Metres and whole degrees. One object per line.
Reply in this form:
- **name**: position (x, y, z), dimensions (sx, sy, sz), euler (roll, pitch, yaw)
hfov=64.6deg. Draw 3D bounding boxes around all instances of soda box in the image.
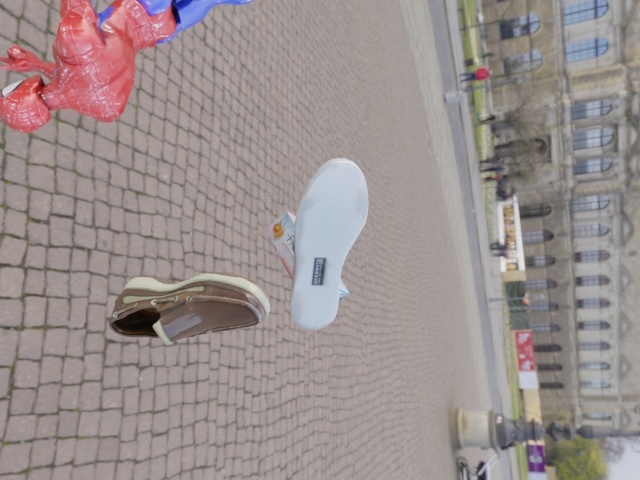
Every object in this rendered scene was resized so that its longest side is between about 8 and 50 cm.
- **soda box**: position (-0.026, 0.034, 0.863), dimensions (0.063, 0.058, 0.183), euler (35, 18, -51)

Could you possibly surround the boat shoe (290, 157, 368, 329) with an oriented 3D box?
- **boat shoe**: position (0.000, 0.000, 0.603), dimensions (0.070, 0.077, 0.220), euler (-98, -161, -61)

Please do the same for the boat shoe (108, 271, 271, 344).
- **boat shoe**: position (-0.189, 0.108, 0.708), dimensions (0.095, 0.257, 0.095), euler (64, 36, -32)

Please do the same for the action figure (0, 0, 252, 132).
- **action figure**: position (-0.146, -0.191, 0.377), dimensions (0.280, 0.139, 0.091), euler (-55, 169, -25)
